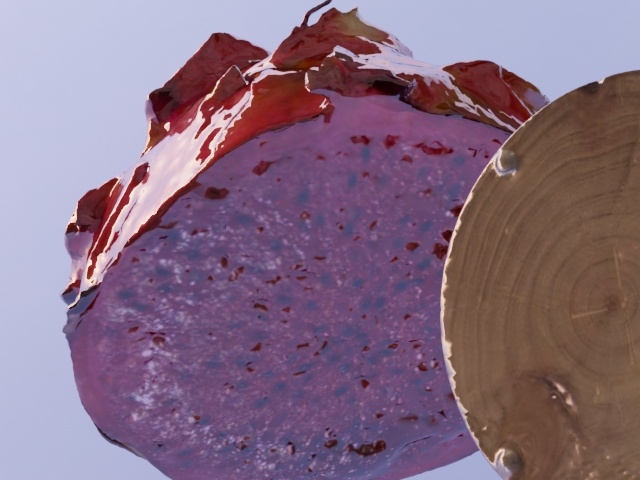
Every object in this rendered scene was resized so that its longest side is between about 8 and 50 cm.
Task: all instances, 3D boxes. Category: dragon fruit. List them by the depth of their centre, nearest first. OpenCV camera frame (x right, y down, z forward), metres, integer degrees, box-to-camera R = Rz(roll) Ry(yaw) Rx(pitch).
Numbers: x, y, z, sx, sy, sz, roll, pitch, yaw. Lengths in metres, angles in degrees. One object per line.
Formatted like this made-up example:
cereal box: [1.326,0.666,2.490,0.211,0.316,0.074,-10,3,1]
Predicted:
dragon fruit: [0.000,0.000,0.786,0.371,0.386,0.249,-5,-139,-13]

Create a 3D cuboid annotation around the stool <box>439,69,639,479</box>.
stool: [0.203,0.038,0.488,0.264,0.179,0.179,9,-142,-43]
